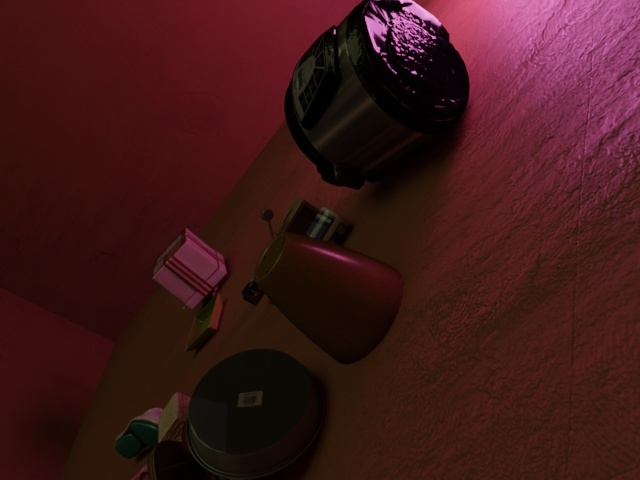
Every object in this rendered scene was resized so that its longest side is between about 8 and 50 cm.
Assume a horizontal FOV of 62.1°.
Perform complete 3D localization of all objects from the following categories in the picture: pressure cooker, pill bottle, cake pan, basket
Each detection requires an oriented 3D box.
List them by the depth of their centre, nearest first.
[{"bbox_3d":[-0.139,0.337,1.089,0.294,0.054,0.293,-7,38,6],"label":"cake pan"},{"bbox_3d":[0.115,-0.353,1.364,0.370,0.375,0.420,-40,7,-37],"label":"pressure cooker"},{"bbox_3d":[0.000,0.000,1.472,0.169,0.094,0.094,-58,20,-3],"label":"pill bottle"},{"bbox_3d":[-0.416,0.548,1.589,0.113,0.103,0.167,-55,20,2],"label":"basket"}]

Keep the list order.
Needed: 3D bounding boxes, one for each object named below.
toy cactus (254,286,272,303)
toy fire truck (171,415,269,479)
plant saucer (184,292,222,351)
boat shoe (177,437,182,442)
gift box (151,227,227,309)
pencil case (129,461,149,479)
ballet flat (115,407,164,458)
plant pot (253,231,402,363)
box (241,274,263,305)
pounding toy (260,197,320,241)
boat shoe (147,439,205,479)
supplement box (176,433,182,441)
[{"bbox_3d":[-0.124,0.098,1.624,0.180,0.112,0.219,-58,9,-32],"label":"toy cactus"},{"bbox_3d":[-0.229,0.528,1.150,0.302,0.170,0.253,-49,40,22],"label":"toy fire truck"},{"bbox_3d":[-0.445,0.326,2.065,0.188,0.045,0.188,-45,23,29],"label":"plant saucer"},{"bbox_3d":[-0.364,0.638,1.339,0.341,0.123,0.123,-54,29,17],"label":"boat shoe"},{"bbox_3d":[-0.574,0.138,2.324,0.276,0.258,0.255,-46,22,8],"label":"gift box"},{"bbox_3d":[-0.549,0.730,1.529,0.209,0.098,0.095,-37,18,-24],"label":"pencil case"},{"bbox_3d":[-0.594,0.648,1.838,0.400,0.139,0.139,-38,27,42],"label":"ballet flat"},{"bbox_3d":[-0.004,0.097,1.112,0.237,0.255,0.237,-47,23,27],"label":"plant pot"},{"bbox_3d":[-0.221,0.164,1.788,0.083,0.052,0.062,-54,19,9],"label":"box"},{"bbox_3d":[-0.093,-0.038,1.577,0.181,0.206,0.094,-59,20,-3],"label":"pounding toy"},{"bbox_3d":[-0.270,0.551,1.035,0.104,0.111,0.307,-43,67,28],"label":"boat shoe"},{"bbox_3d":[-0.348,0.565,1.453,0.233,0.080,0.078,-51,20,11],"label":"supplement box"}]
